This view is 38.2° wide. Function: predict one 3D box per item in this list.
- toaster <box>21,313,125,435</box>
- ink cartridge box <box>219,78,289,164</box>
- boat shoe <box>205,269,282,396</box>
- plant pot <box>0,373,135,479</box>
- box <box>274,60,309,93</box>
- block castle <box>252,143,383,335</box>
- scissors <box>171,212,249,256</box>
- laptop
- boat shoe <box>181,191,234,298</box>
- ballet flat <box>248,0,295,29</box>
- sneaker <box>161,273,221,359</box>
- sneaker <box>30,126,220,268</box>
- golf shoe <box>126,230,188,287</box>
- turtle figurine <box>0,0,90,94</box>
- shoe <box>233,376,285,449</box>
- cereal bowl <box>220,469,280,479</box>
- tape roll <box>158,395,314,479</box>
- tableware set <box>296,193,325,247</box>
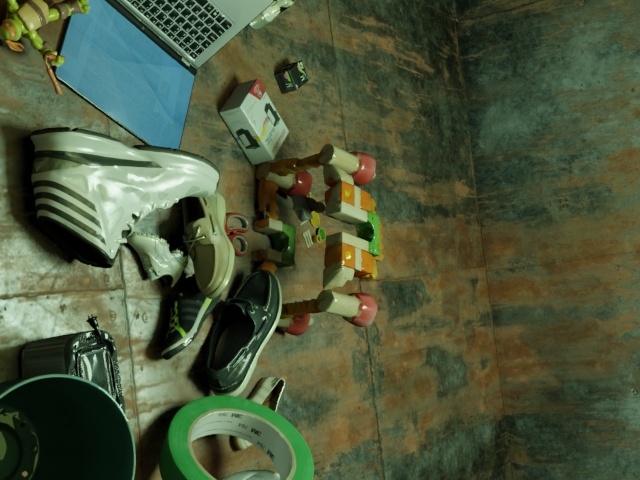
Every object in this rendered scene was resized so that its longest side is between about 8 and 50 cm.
[{"bbox_3d":[-0.456,0.253,1.686,0.129,0.147,0.226,-13,94,-59],"label":"toaster"},{"bbox_3d":[-0.166,-0.302,2.359,0.175,0.072,0.127,58,38,-32],"label":"ink cartridge box"},{"bbox_3d":[-0.189,0.193,2.149,0.340,0.127,0.113,-66,148,-28],"label":"boat shoe"},{"bbox_3d":[-0.488,0.359,1.492,0.293,0.235,0.292,5,82,-43],"label":"plant pot"},{"bbox_3d":[-0.079,-0.452,2.556,0.083,0.052,0.062,-49,122,-50],"label":"box"},{"bbox_3d":[0.000,0.000,2.337,0.213,0.303,0.453,19,66,-48],"label":"block castle"},{"bbox_3d":[-0.261,-0.016,2.192,0.297,0.021,0.108,2,83,-57],"label":"scissors"},{"bbox_3d":[-0.321,-0.453,2.010,0.382,0.408,0.236,38,18,-48],"label":"laptop"},{"bbox_3d":[-0.264,-0.003,2.061,0.098,0.109,0.302,28,38,-37],"label":"boat shoe"},{"bbox_3d":[-0.130,-0.637,2.506,0.213,0.068,0.072,-53,126,-49],"label":"ballet flat"},{"bbox_3d":[-0.308,0.162,2.036,0.097,0.084,0.234,42,42,-13],"label":"sneaker"},{"bbox_3d":[-0.396,-0.067,1.883,0.448,0.169,0.257,8,83,-48],"label":"sneaker"},{"bbox_3d":[-0.356,0.041,1.980,0.176,0.069,0.086,38,60,-44],"label":"golf shoe"},{"bbox_3d":[-0.542,-0.426,1.775,0.269,0.087,0.217,56,44,-21],"label":"turtle figurine"},{"bbox_3d":[-0.147,0.410,2.223,0.076,0.058,0.219,60,37,-29],"label":"shoe"},{"bbox_3d":[-0.179,0.674,2.028,0.339,0.141,0.338,22,64,-54],"label":"cereal bowl"},{"bbox_3d":[-0.176,0.466,1.945,0.321,0.321,0.077,-31,151,-56],"label":"tape roll"},{"bbox_3d":[-0.025,-0.063,2.571,0.104,0.024,0.154,-36,112,-56],"label":"tableware set"}]
